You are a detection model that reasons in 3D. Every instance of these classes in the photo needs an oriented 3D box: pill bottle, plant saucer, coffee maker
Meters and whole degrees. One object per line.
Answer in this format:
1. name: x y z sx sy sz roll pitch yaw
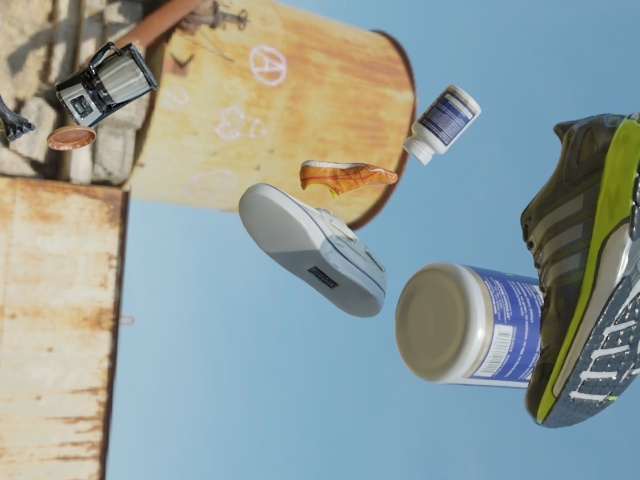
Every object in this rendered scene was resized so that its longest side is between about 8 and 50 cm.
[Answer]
1. pill bottle: 0.241 0.119 0.979 0.153 0.265 0.153 -22 -118 52
2. plant saucer: -0.436 -0.182 1.299 0.083 0.084 0.013 -35 -112 57
3. pill bottle: 0.258 -0.247 1.609 0.169 0.094 0.094 -48 -145 5
4. coffee maker: -0.426 -0.306 1.492 0.120 0.178 0.171 60 -2 -3

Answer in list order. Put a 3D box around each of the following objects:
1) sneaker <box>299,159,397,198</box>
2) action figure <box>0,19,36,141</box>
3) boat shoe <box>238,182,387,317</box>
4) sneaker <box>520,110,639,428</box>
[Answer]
1. sneaker: 0.050 -0.108 1.330 0.064 0.175 0.067 -33 125 -83
2. action figure: -0.471 -0.236 0.917 0.141 0.164 0.275 -5 -60 55
3. boat shoe: 0.000 0.000 1.035 0.096 0.267 0.088 -29 -150 43
4. sneaker: 0.240 0.024 0.677 0.121 0.111 0.299 20 -85 53
